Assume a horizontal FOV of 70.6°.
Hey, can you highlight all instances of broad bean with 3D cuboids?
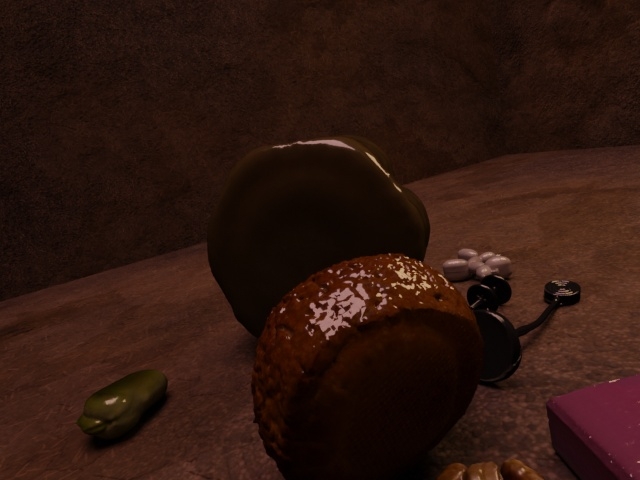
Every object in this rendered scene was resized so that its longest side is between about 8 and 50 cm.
[{"bbox_3d":[-0.366,0.303,0.842,0.125,0.082,0.174,-11,3,10],"label":"broad bean"}]

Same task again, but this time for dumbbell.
[{"bbox_3d":[0.351,0.112,0.941,0.147,0.069,0.069,-24,16,-38],"label":"dumbbell"}]

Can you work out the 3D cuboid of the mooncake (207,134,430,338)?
[{"bbox_3d":[0.000,0.000,0.973,0.468,0.466,0.262,-9,7,20],"label":"mooncake"}]

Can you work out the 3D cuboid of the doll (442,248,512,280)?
[{"bbox_3d":[0.397,0.065,1.132,0.160,0.059,0.161,-4,15,41],"label":"doll"}]

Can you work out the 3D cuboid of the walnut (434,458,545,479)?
[{"bbox_3d":[0.166,0.276,0.412,0.143,0.069,0.170,-11,11,17],"label":"walnut"}]

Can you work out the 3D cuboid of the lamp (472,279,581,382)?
[{"bbox_3d":[0.379,0.117,0.801,0.372,0.108,0.130,-21,18,-32],"label":"lamp"}]

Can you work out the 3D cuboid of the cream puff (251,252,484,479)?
[{"bbox_3d":[0.051,0.150,0.568,0.303,0.302,0.212,-19,26,-24],"label":"cream puff"}]

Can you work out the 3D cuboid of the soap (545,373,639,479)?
[{"bbox_3d":[0.363,0.221,0.418,0.181,0.081,0.259,-13,12,1],"label":"soap"}]
